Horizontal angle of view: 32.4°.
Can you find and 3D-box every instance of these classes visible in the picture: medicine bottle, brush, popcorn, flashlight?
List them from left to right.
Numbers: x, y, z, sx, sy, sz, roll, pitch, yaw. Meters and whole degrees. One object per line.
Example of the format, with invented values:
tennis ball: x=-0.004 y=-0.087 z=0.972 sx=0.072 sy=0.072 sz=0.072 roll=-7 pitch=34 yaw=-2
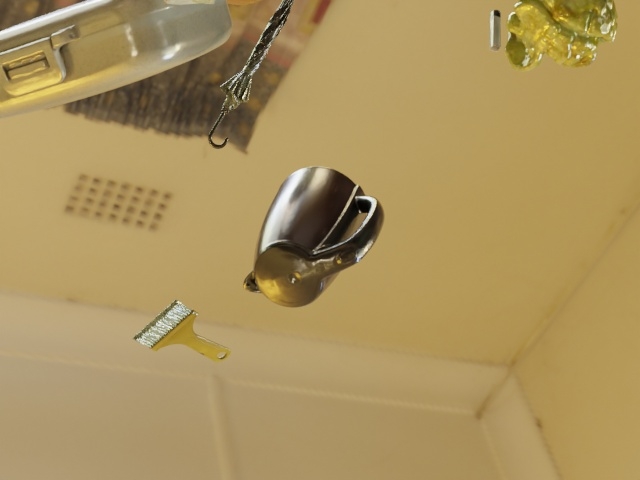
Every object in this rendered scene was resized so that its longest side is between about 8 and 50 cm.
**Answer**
medicine bottle: x=-0.318 y=-0.261 z=1.507 sx=0.282 sy=0.375 sz=0.123 roll=-39 pitch=-64 yaw=-61
brush: x=-0.183 y=0.143 z=1.583 sx=0.011 sy=0.083 sz=0.205 roll=52 pitch=-174 yaw=32
flashlight: x=0.329 y=-0.395 z=2.076 sx=0.018 sy=0.018 sz=0.083 roll=17 pitch=-118 yaw=-23
popcorn: x=0.284 y=-0.270 z=1.291 sx=0.135 sy=0.162 sz=0.141 roll=19 pitch=-176 yaw=42

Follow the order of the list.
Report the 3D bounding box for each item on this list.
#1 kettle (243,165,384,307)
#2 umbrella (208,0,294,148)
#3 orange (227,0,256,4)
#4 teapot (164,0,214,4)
kettle: x=0.000 y=0.000 z=1.588 sx=0.232 sy=0.202 sz=0.144 roll=-68 pitch=-40 yaw=-60
umbrella: x=-0.096 y=-0.252 z=1.533 sx=0.044 sy=0.269 sz=0.044 roll=25 pitch=-176 yaw=-11
orange: x=-0.154 y=-0.573 z=2.030 sx=0.274 sy=0.274 sz=0.274 roll=18 pitch=-144 yaw=-14
teapot: x=-0.083 y=-0.196 z=0.767 sx=0.064 sy=0.064 sz=0.083 roll=-6 pitch=-176 yaw=15
